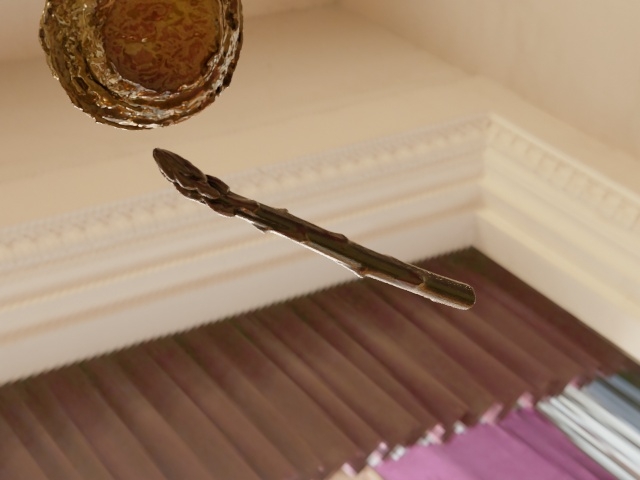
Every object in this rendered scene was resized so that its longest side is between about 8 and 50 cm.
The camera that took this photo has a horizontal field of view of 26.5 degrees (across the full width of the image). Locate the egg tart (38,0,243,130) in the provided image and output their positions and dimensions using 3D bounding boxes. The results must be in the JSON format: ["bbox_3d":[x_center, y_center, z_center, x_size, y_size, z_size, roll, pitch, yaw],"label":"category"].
[{"bbox_3d":[-0.102,-0.126,0.805,0.130,0.052,0.130,-6,-74,-21],"label":"egg tart"}]

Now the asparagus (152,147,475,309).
[{"bbox_3d":[0.000,0.000,0.522,0.163,0.016,0.016,23,-44,-34],"label":"asparagus"}]
